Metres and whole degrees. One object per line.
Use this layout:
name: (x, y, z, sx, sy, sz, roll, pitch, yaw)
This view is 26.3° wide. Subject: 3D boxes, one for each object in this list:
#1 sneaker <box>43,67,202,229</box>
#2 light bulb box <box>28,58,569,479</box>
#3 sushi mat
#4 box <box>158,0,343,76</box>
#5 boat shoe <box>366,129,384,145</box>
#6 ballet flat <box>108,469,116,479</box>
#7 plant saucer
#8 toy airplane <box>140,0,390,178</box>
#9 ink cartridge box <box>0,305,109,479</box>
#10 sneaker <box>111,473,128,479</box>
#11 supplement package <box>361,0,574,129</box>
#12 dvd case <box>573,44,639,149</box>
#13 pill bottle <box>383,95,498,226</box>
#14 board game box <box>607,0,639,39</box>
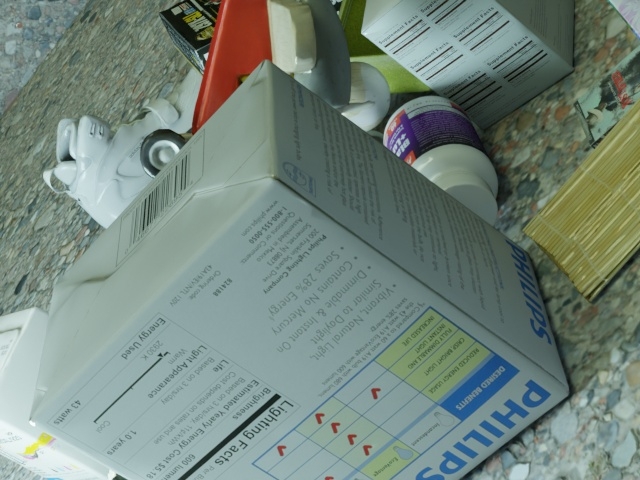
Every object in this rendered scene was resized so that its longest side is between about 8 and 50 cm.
sneaker: (-0.312, -0.189, 2.332, 0.137, 0.210, 0.366, 3, 61, 60)
light bulb box: (-0.023, 0.090, 1.324, 0.358, 0.361, 0.225, -43, 27, 24)
sushi mat: (0.330, -0.091, 1.319, 0.316, 0.019, 0.151, -50, 29, 12)
box: (-0.108, -0.365, 2.221, 0.257, 0.079, 0.322, -29, 25, -6)
boat shoe: (0.006, 0.004, 1.665, 0.156, 0.136, 0.367, -20, 33, 47)
ballet flat: (-0.234, 0.291, 1.787, 0.203, 0.074, 0.074, -59, 26, -7)
plant saucer: (0.091, -0.277, 1.827, 0.188, 0.045, 0.188, -2, 52, 23)
toy airplane: (-0.041, -0.220, 1.631, 0.384, 0.272, 0.386, 115, 168, -47)
ink cartridge box: (-0.375, 0.226, 1.918, 0.171, 0.233, 0.168, -17, 45, 53)
sneaker: (-0.181, 0.395, 1.540, 0.147, 0.145, 0.384, -12, 37, 13)
supplement package: (0.177, -0.282, 1.605, 0.149, 0.203, 0.194, -34, 32, 37)
dvd case: (0.319, -0.157, 1.428, 0.119, 0.013, 0.087, -44, 28, 25)
pill bottle: (0.138, -0.075, 1.535, 0.108, 0.108, 0.193, -46, 27, 18)
board game box: (0.327, -0.129, 1.031, 0.066, 0.319, 0.318, -46, 26, 19)
